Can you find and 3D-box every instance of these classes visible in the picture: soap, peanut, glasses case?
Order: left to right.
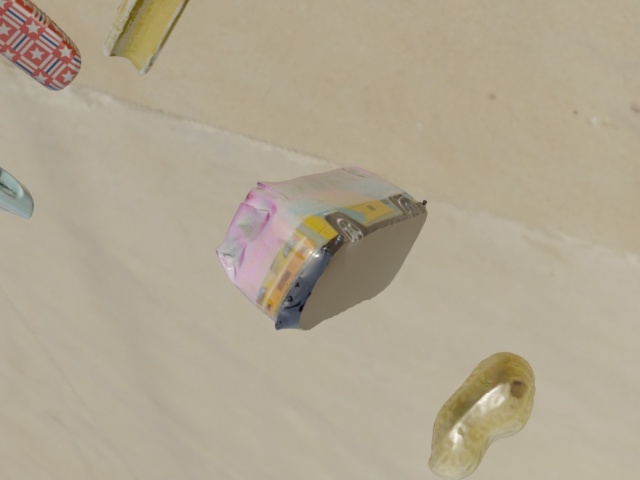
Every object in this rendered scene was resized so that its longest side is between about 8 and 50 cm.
[{"bbox_3d":[-0.378,-0.266,1.182,0.194,0.073,0.049,40,-164,-34],"label":"glasses case"},{"bbox_3d":[-0.175,-0.322,1.129,0.073,0.140,0.232,27,137,-15],"label":"soap"},{"bbox_3d":[0.259,0.282,1.535,0.120,0.236,0.110,42,165,-13],"label":"peanut"}]

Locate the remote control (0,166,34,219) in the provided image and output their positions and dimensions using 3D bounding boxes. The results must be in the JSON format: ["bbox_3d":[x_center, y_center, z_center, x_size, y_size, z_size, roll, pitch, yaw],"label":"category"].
[{"bbox_3d":[-0.366,-0.088,0.783,0.293,0.051,0.103,21,169,22],"label":"remote control"}]

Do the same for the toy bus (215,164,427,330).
[{"bbox_3d":[0.000,0.000,1.366,0.162,0.386,0.171,33,111,16],"label":"toy bus"}]
